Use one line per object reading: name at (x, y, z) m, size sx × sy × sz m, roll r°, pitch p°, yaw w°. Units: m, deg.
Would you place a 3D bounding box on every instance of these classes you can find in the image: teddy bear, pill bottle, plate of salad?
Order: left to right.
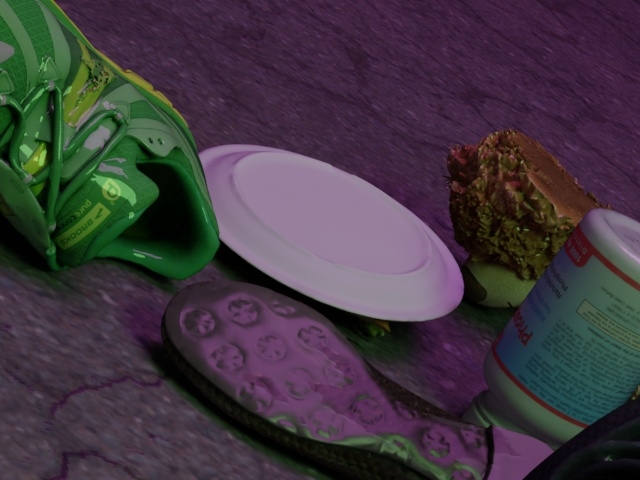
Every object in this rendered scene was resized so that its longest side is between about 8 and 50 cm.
plate of salad at (0.000, 0.000, 1.290) m, size 0.200 × 0.048 × 0.200 m, roll 20°, pitch 26°, yaw -10°
pill bottle at (0.156, 0.066, 1.200) m, size 0.087 × 0.160 × 0.087 m, roll 30°, pitch 18°, yaw -11°
teddy bear at (0.219, 0.052, 1.472) m, size 0.338 × 0.113 × 0.245 m, roll 27°, pitch 25°, yaw -43°

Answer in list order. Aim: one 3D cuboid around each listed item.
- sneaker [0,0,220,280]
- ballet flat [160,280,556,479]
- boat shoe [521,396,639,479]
sneaker at (-0.144, -0.058, 1.053) m, size 0.295 × 0.109 × 0.123 m, roll 26°, pitch 23°, yaw -53°
ballet flat at (0.023, 0.101, 1.072) m, size 0.250 × 0.058 × 0.084 m, roll 26°, pitch 54°, yaw -7°
boat shoe at (0.141, 0.160, 0.876) m, size 0.156 × 0.187 × 0.500 m, roll 56°, pitch 17°, yaw 13°
